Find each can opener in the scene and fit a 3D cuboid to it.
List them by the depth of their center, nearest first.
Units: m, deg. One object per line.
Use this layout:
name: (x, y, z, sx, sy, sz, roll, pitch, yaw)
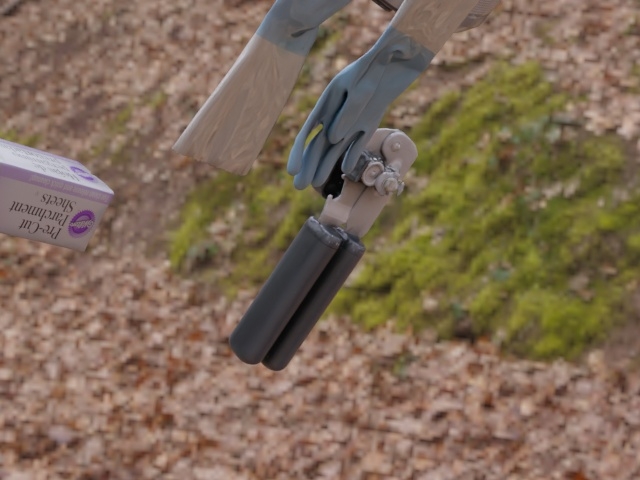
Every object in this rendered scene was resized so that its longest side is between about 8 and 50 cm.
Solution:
can opener: (0.000, 0.000, 1.374, 0.074, 0.280, 0.093, 20, 14, -45)

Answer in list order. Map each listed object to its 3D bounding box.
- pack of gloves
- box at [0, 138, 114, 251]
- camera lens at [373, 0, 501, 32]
pack of gloves: (0.012, -0.143, 0.949, 0.046, 0.232, 0.195, 44, 14, 28)
box: (-0.305, -0.057, 1.119, 0.063, 0.067, 0.324, 38, 11, 34)
camera lens: (0.141, -0.358, 1.354, 0.219, 0.274, 0.219, 31, 30, -20)
